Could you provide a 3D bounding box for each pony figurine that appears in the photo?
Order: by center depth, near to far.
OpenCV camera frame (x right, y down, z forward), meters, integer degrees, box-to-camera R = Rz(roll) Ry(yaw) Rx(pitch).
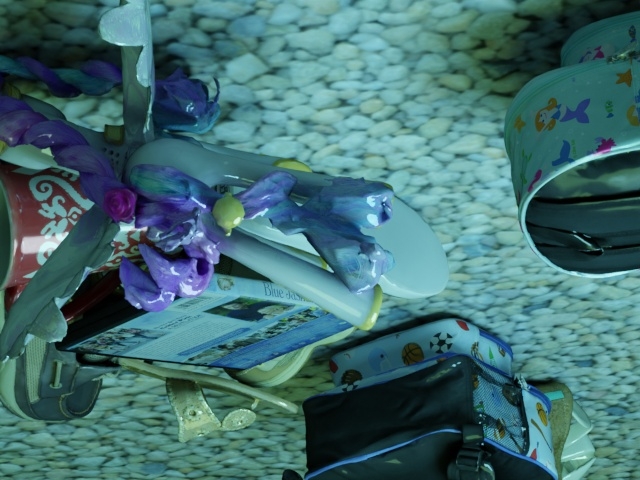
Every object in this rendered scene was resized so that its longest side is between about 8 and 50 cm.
[{"bbox_3d":[-0.125,-0.041,1.426,0.363,0.302,0.351,20,-179,-15],"label":"pony figurine"}]

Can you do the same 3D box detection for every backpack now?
[{"bbox_3d":[0.277,-0.077,1.513,0.253,0.191,0.225,-19,149,12],"label":"backpack"},{"bbox_3d":[0.135,0.220,2.095,0.276,0.213,0.263,-16,145,35],"label":"backpack"}]

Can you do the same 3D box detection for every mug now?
[{"bbox_3d":[-0.217,-0.009,1.635,0.169,0.113,0.150,-7,145,-29],"label":"mug"}]

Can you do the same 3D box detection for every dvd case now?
[{"bbox_3d":[-0.094,0.077,1.703,0.180,0.022,0.253,-23,158,36],"label":"dvd case"}]

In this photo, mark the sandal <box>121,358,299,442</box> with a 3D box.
[{"bbox_3d":[-0.146,0.176,1.987,0.240,0.079,0.088,19,169,12],"label":"sandal"}]

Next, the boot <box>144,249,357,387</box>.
[{"bbox_3d":[-0.096,0.071,1.874,0.203,0.095,0.262,13,157,-24],"label":"boot"}]

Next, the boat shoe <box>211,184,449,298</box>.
[{"bbox_3d":[0.000,0.000,1.741,0.267,0.096,0.088,16,152,-35],"label":"boat shoe"}]

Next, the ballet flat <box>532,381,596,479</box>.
[{"bbox_3d":[0.288,0.263,2.357,0.124,0.116,0.342,-24,150,-4],"label":"ballet flat"}]

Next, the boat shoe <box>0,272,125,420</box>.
[{"bbox_3d":[-0.249,0.098,1.824,0.130,0.132,0.355,12,157,9],"label":"boat shoe"}]
